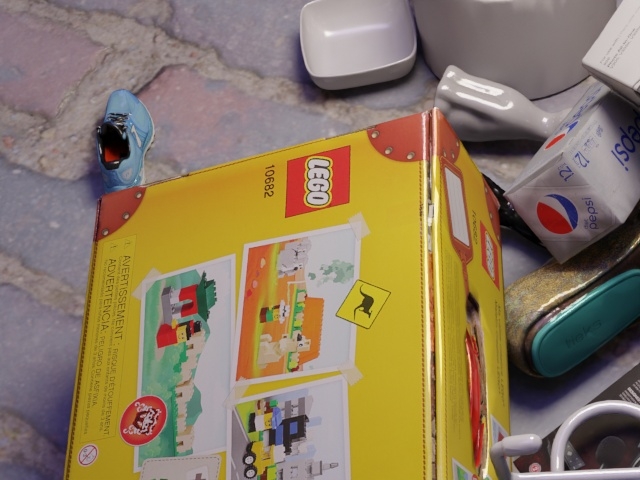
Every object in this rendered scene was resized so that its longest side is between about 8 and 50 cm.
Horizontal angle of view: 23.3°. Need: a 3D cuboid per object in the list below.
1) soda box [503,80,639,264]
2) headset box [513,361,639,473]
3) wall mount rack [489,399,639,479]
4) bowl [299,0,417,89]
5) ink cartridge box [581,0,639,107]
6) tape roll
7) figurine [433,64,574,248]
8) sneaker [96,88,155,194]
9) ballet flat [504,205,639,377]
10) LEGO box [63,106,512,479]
[{"bbox_3d":[0.299,-0.095,1.631,0.098,0.091,0.286,49,40,-5],"label":"soda box"},{"bbox_3d":[0.360,0.204,1.402,0.293,0.110,0.218,-38,54,1],"label":"headset box"},{"bbox_3d":[0.295,0.262,1.248,0.304,0.130,0.350,-6,59,9],"label":"wall mount rack"},{"bbox_3d":[0.049,-0.241,1.916,0.142,0.053,0.142,-10,49,5],"label":"bowl"},{"bbox_3d":[0.416,-0.133,1.491,0.121,0.211,0.289,-57,28,7],"label":"ink cartridge box"},{"bbox_3d":[0.229,-0.309,1.855,0.246,0.169,0.246,-7,50,8],"label":"tape roll"},{"bbox_3d":[0.214,-0.089,1.745,0.209,0.092,0.215,17,56,15],"label":"figurine"},{"bbox_3d":[-0.238,-0.127,1.875,0.063,0.073,0.162,-10,50,5],"label":"sneaker"},{"bbox_3d":[0.330,0.022,1.608,0.348,0.123,0.123,-28,51,-11],"label":"ballet flat"},{"bbox_3d":[-0.027,0.165,1.432,0.372,0.193,0.500,-13,54,22],"label":"LEGO box"}]
